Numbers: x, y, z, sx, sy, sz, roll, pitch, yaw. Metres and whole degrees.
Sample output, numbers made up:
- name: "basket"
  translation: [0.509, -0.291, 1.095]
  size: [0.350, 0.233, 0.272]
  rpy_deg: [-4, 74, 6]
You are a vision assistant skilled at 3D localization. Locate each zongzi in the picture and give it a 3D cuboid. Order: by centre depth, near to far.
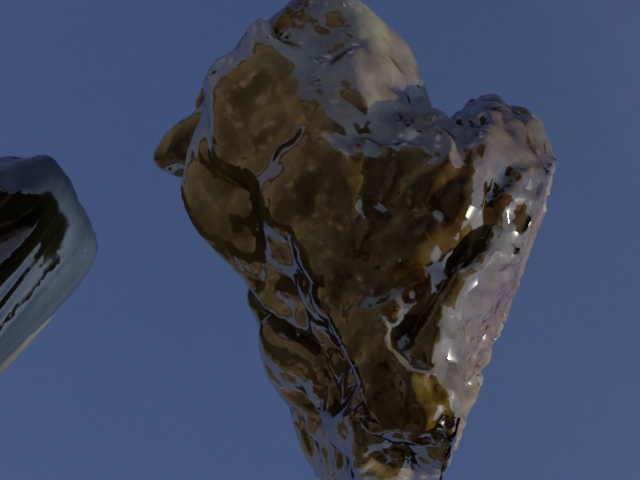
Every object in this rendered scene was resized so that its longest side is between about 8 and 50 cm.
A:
- name: "zongzi"
  translation: [-0.187, 0.058, 0.859]
  size: [0.221, 0.242, 0.112]
  rpy_deg: [-33, -60, -10]

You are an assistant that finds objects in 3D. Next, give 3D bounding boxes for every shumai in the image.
- name: "shumai"
  translation: [0.000, 0.001, 0.865]
  size: [0.185, 0.218, 0.184]
  rpy_deg: [20, -31, 7]
